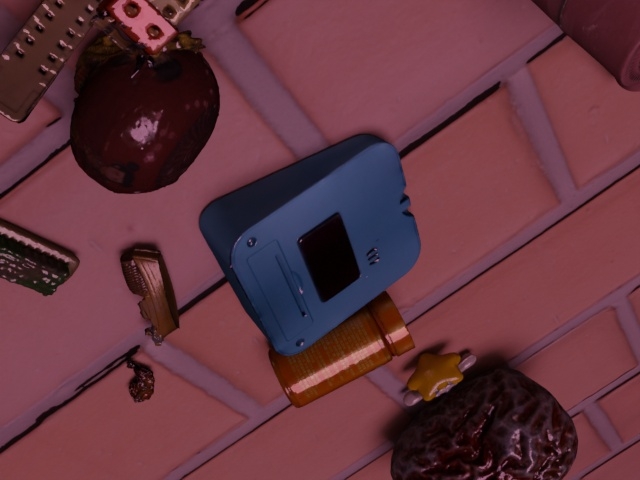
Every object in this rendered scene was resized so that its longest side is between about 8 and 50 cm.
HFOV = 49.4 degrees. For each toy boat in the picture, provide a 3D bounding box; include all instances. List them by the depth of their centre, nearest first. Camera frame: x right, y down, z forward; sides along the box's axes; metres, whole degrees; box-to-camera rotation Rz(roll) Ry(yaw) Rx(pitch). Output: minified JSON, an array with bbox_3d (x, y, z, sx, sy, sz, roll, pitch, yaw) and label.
[{"bbox_3d":[-0.206,0.070,0.853,0.049,0.047,0.149,-7,128,-1],"label":"toy boat"}]

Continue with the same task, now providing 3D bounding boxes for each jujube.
[{"bbox_3d":[0.274,0.364,1.191,0.317,0.226,0.226,-39,132,7],"label":"jujube"}]

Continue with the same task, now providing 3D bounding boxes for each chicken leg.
[{"bbox_3d":[-0.245,0.192,0.951,0.036,0.021,0.083,-2,127,-11],"label":"chicken leg"}]

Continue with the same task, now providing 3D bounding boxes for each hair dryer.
[{"bbox_3d":[0.317,-0.246,0.763,0.125,0.210,0.352,-43,156,15],"label":"hair dryer"}]

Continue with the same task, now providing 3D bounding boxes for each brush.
[{"bbox_3d":[-0.382,-0.012,0.710,0.282,0.048,0.054,32,110,-37],"label":"brush"}]

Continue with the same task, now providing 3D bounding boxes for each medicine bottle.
[{"bbox_3d":[0.029,0.155,0.992,0.192,0.096,0.096,-27,133,-2],"label":"medicine bottle"}]

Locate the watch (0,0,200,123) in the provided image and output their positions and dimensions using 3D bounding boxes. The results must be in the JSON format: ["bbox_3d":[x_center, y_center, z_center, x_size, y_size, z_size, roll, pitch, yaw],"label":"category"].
[{"bbox_3d":[-0.155,-0.200,0.553,0.102,0.165,0.268,42,77,-41],"label":"watch"}]

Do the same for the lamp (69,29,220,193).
[{"bbox_3d":[-0.172,-0.123,0.655,0.135,0.156,0.157,34,77,2],"label":"lamp"}]

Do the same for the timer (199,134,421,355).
[{"bbox_3d":[0.000,0.000,0.886,0.250,0.091,0.231,-32,133,-13],"label":"timer"}]

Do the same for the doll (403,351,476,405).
[{"bbox_3d":[0.188,0.230,1.155,0.135,0.071,0.113,-46,149,24],"label":"doll"}]
